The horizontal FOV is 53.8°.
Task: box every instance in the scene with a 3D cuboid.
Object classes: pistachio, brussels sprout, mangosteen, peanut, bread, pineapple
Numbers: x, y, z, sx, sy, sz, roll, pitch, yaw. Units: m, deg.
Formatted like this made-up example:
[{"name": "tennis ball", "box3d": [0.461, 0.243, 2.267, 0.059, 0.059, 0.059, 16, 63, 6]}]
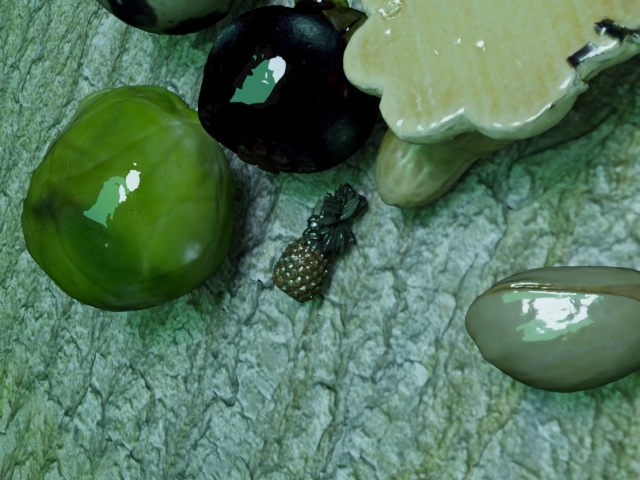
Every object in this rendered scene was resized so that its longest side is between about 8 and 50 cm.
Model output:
[{"name": "pistachio", "box3d": [0.231, 0.077, 0.589, 0.184, 0.124, 0.125, -19, 75, 27]}, {"name": "brussels sprout", "box3d": [-0.261, -0.053, 0.895, 0.344, 0.268, 0.344, -26, 49, 34]}, {"name": "mangosteen", "box3d": [-0.027, -0.192, 0.757, 0.242, 0.243, 0.243, -3, 84, 36]}, {"name": "peanut", "box3d": [0.145, -0.123, 0.676, 0.236, 0.110, 0.120, -46, 57, 23]}, {"name": "bread", "box3d": [0.161, -0.221, 0.589, 0.316, 0.054, 0.316, -15, 63, 31]}, {"name": "pineapple", "box3d": [0.000, 0.000, 0.803, 0.074, 0.074, 0.159, 42, 108, 31]}]

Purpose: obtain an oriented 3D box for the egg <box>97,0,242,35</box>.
[{"name": "egg", "box3d": [-0.200, -0.468, 0.853, 0.287, 0.287, 0.380, 8, 84, 37]}]
